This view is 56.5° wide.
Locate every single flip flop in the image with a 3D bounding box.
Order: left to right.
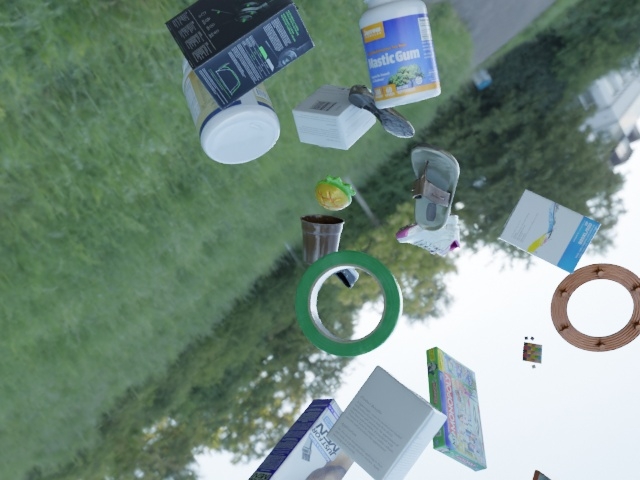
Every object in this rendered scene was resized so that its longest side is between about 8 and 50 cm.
[{"bbox_3d":[0.254,-0.110,1.390,0.112,0.277,0.080,18,-128,20],"label":"flip flop"}]

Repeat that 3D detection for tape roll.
[{"bbox_3d":[0.086,0.191,1.814,0.321,0.321,0.077,-30,167,9],"label":"tape roll"}]

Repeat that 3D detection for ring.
[{"bbox_3d":[0.987,0.243,2.099,0.336,0.336,0.032,-29,-171,17],"label":"ring"}]

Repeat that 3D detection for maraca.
[{"bbox_3d":[0.046,-0.157,1.925,0.099,0.127,0.186,-64,-172,-22],"label":"maraca"}]

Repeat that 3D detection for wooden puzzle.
[{"bbox_3d":[0.540,0.285,1.519,0.006,0.049,0.083,104,-4,-73],"label":"wooden puzzle"}]

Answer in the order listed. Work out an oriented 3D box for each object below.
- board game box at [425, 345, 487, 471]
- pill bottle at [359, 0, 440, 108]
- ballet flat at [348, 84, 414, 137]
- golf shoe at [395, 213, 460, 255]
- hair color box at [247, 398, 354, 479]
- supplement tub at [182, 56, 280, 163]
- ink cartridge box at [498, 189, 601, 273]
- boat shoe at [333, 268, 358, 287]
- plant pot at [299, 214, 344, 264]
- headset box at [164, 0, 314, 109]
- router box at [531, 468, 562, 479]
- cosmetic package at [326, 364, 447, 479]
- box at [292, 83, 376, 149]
[{"bbox_3d":[0.407,0.503,1.796,0.046,0.213,0.317,-30,-141,33],"label":"board game box"},{"bbox_3d":[0.171,-0.443,1.329,0.152,0.272,0.152,-13,-168,3],"label":"pill bottle"},{"bbox_3d":[0.186,-0.386,1.772,0.084,0.250,0.058,-23,-135,53],"label":"ballet flat"},{"bbox_3d":[0.391,-0.011,2.088,0.306,0.140,0.115,-11,173,-38],"label":"golf shoe"},{"bbox_3d":[-0.036,0.623,1.657,0.110,0.185,0.339,-19,-161,49],"label":"hair color box"},{"bbox_3d":[-0.266,-0.405,1.719,0.228,0.316,0.228,-17,154,-9],"label":"supplement tub"},{"bbox_3d":[0.686,-0.029,1.797,0.168,0.233,0.171,-64,162,10],"label":"ink cartridge box"},{"bbox_3d":[0.060,0.110,2.368,0.080,0.228,0.076,-4,-129,46],"label":"boat shoe"},{"bbox_3d":[0.000,0.000,2.228,0.167,0.165,0.167,4,-166,-1],"label":"plant pot"},{"bbox_3d":[-0.184,-0.485,1.388,0.283,0.131,0.246,-35,-129,1],"label":"headset box"},{"bbox_3d":[0.551,0.757,1.434,0.301,0.082,0.335,82,30,-80],"label":"router box"},{"bbox_3d":[0.142,0.388,1.247,0.183,0.151,0.151,-52,149,-5],"label":"cosmetic package"},{"bbox_3d":[0.044,-0.384,1.840,0.181,0.119,0.182,16,-132,34],"label":"box"}]
